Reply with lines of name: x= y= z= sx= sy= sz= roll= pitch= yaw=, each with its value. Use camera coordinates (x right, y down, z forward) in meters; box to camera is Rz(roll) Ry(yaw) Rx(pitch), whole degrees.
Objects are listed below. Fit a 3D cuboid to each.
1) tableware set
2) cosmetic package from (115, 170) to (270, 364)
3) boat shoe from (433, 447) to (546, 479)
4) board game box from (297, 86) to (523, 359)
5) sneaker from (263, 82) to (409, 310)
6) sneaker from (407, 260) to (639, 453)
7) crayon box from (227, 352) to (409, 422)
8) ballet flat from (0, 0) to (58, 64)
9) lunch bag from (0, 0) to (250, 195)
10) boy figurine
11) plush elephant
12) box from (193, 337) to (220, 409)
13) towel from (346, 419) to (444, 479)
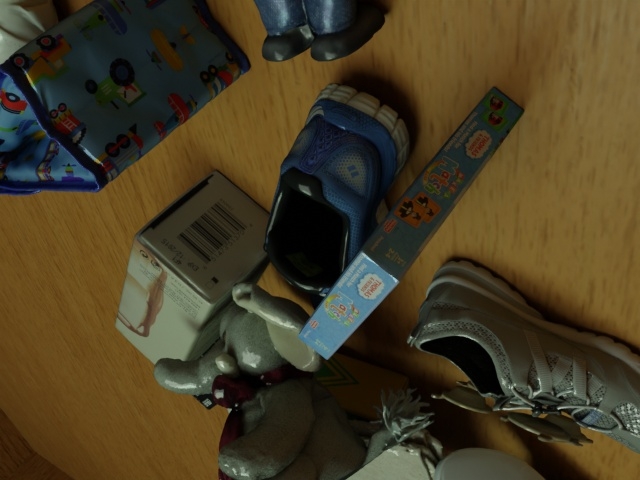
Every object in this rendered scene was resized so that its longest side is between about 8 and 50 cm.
tableware set: x=0.207 y=0.184 z=0.785 sx=0.168 sy=0.020 sz=0.141 roll=19 pitch=-177 yaw=41
cosmetic package: x=-0.174 y=0.058 z=0.998 sx=0.129 sy=0.153 sz=0.296 roll=41 pitch=145 yaw=4
boat shoe: x=0.263 y=0.341 z=0.891 sx=0.301 sy=0.108 sz=0.102 roll=23 pitch=156 yaw=-8
board game box: x=0.073 y=-0.013 z=0.607 sx=0.039 sy=0.211 sz=0.160 roll=39 pitch=147 yaw=4
sneaker: x=0.000 y=0.000 z=0.751 sx=0.130 sy=0.147 sz=0.330 roll=27 pitch=150 yaw=21
sneaker: x=0.213 y=0.139 z=0.726 sx=0.281 sy=0.115 sz=0.105 roll=30 pitch=145 yaw=18
crayon box: x=0.015 y=0.250 z=1.058 sx=0.323 sy=0.083 sz=0.203 roll=16 pitch=139 yaw=22
ballet flat: x=-0.398 y=-0.331 z=0.820 sx=0.139 sy=0.139 sz=0.400 roll=-11 pitch=120 yaw=51
lunch bag: x=-0.257 y=-0.146 z=0.783 sx=0.293 sy=0.221 sz=0.138 roll=-9 pitch=122 yaw=50
boy figurine: x=-0.048 y=-0.274 z=0.544 sx=0.177 sy=0.092 sz=0.285 roll=9 pitch=134 yaw=40
plush elephant: x=-0.071 y=0.180 z=0.849 sx=0.255 sy=0.330 sz=0.272 roll=57 pitch=172 yaw=19
box: x=-0.196 y=0.196 z=1.243 sx=0.147 sy=0.077 sz=0.180 roll=43 pitch=147 yaw=-3
towel: x=0.055 y=0.306 z=0.985 sx=0.282 sy=0.049 sz=0.187 roll=-3 pitch=128 yaw=36
